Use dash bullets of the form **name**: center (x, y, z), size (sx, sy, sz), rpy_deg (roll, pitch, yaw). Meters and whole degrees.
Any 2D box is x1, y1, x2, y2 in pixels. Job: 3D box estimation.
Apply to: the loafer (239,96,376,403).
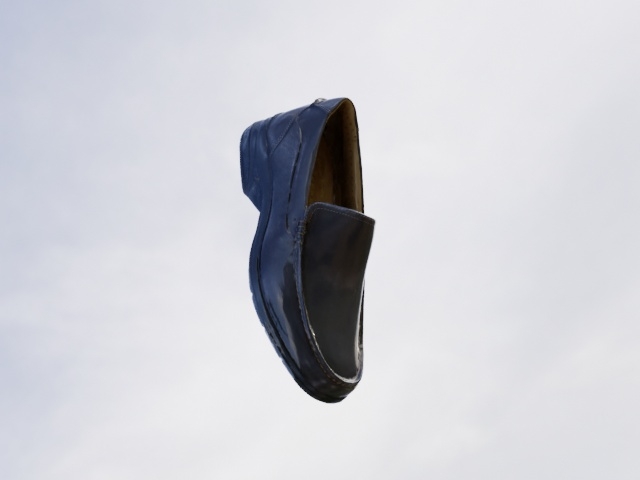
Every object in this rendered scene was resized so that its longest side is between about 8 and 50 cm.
- **loafer**: center (0.000, 0.000, 0.794), size (0.061, 0.170, 0.062), rpy_deg (-29, -30, 32)
